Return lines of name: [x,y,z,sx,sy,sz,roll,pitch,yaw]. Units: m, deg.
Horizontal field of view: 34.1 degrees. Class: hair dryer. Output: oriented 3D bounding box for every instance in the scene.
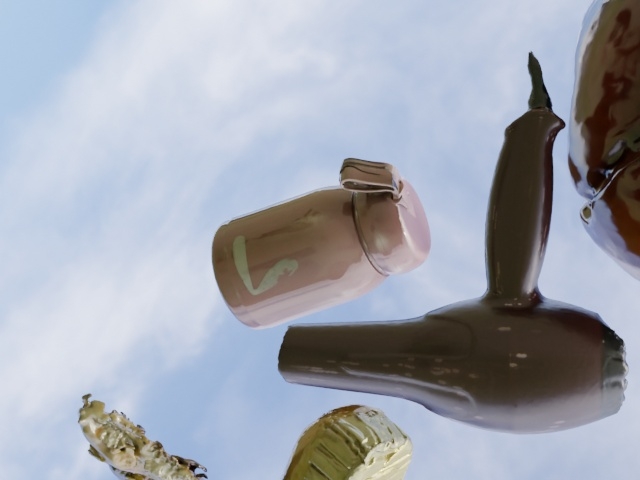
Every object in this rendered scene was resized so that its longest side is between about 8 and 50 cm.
hair dryer: [0.128,-0.003,0.936,0.313,0.123,0.340,6,-84,14]

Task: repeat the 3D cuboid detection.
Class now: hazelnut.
hazelnut: [0.388,-0.114,0.922,0.372,0.315,0.372,171,-90,-68]

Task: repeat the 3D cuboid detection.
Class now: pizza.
pizza: [-0.198,0.269,1.231,0.189,0.297,0.071,31,-110,25]

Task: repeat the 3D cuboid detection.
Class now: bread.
bread: [0.019,0.293,1.225,0.106,0.140,0.236,39,-54,32]

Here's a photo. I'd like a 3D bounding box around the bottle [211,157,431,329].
bottle: [0.000,0.000,1.472,0.297,0.206,0.173,-18,-141,23]
